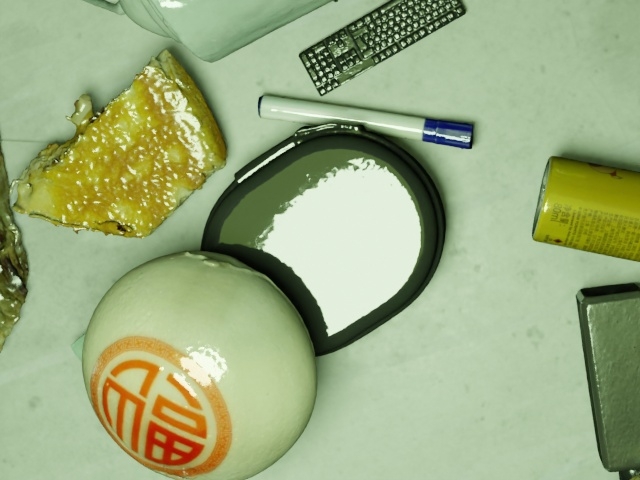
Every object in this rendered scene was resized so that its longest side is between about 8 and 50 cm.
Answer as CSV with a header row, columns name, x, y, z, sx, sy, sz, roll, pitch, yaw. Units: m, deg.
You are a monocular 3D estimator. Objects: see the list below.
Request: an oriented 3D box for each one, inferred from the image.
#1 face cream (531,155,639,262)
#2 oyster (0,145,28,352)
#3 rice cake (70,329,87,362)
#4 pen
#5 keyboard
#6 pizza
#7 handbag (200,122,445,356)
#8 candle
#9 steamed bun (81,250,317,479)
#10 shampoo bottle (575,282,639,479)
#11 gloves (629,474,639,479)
name,x,y,z,sx,sy,sz,roll,pitch,yaw
face cream,0.427,-0.015,1.184,0.349,0.105,0.105,12,97,8
oyster,-0.511,-0.017,1.337,0.221,0.096,0.361,-11,92,16
rice cake,-0.205,0.143,1.330,0.198,0.037,0.189,-30,92,10
pen,0.054,-0.146,1.265,0.269,0.033,0.033,9,97,8
keyboard,0.074,-0.252,1.259,0.204,0.013,0.061,-28,90,10
pizza,-0.257,-0.095,1.299,0.297,0.071,0.189,-35,102,14
handbag,0.000,0.000,1.257,0.308,0.093,0.253,-33,89,11
candle,-0.100,-0.336,1.177,0.343,0.221,0.221,-25,92,14
steamed bun,-0.150,0.160,1.180,0.283,0.177,0.283,10,118,20
shampoo bottle,0.361,0.178,1.226,0.079,0.080,0.246,-9,94,11
gloves,0.373,0.422,1.193,0.154,0.141,0.331,-3,119,-32
